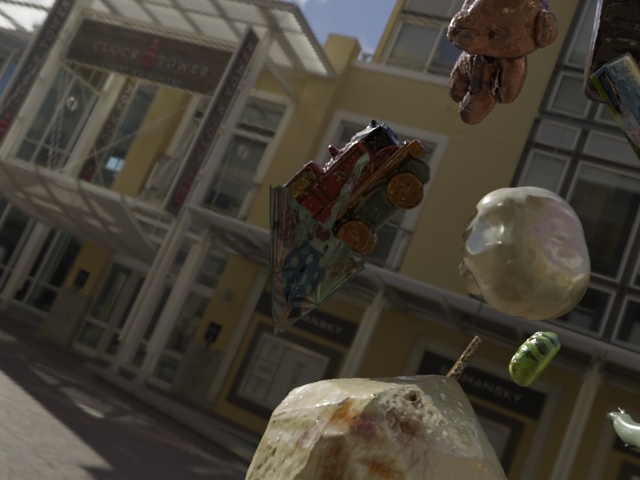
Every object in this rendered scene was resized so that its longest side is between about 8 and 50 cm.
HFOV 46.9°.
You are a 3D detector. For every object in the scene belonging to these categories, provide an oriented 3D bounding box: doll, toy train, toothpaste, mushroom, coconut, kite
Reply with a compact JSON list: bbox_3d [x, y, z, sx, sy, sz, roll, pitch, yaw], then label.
[{"bbox_3d":[0.268,-0.320,1.260,0.156,0.201,0.303,-15,-29,-25],"label":"doll"},{"bbox_3d":[0.067,-0.097,1.578,0.231,0.369,0.163,47,6,4],"label":"toy train"},{"bbox_3d":[0.437,-0.155,1.006,0.193,0.044,0.070,62,-7,5],"label":"toothpaste"},{"bbox_3d":[0.356,0.035,1.346,0.254,0.260,0.234,56,-40,6],"label":"mushroom"},{"bbox_3d":[0.088,0.371,1.091,0.416,0.415,0.344,24,-17,-8],"label":"coconut"},{"bbox_3d":[0.000,0.000,1.087,0.012,0.314,0.335,20,-12,30],"label":"kite"}]

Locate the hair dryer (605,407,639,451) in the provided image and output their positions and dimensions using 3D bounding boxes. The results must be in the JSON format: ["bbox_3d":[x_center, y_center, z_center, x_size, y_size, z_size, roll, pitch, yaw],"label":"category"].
[{"bbox_3d":[0.357,0.272,0.825,0.088,0.219,0.225,50,-25,-7],"label":"hair dryer"}]

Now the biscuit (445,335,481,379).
[{"bbox_3d":[0.298,0.324,1.703,0.026,0.236,0.131,38,8,10],"label":"biscuit"}]

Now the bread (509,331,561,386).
[{"bbox_3d":[0.486,0.267,1.684,0.130,0.139,0.071,-18,52,-45],"label":"bread"}]

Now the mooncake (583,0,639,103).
[{"bbox_3d":[0.546,-0.363,1.321,0.133,0.244,0.245,17,-12,18],"label":"mooncake"}]
